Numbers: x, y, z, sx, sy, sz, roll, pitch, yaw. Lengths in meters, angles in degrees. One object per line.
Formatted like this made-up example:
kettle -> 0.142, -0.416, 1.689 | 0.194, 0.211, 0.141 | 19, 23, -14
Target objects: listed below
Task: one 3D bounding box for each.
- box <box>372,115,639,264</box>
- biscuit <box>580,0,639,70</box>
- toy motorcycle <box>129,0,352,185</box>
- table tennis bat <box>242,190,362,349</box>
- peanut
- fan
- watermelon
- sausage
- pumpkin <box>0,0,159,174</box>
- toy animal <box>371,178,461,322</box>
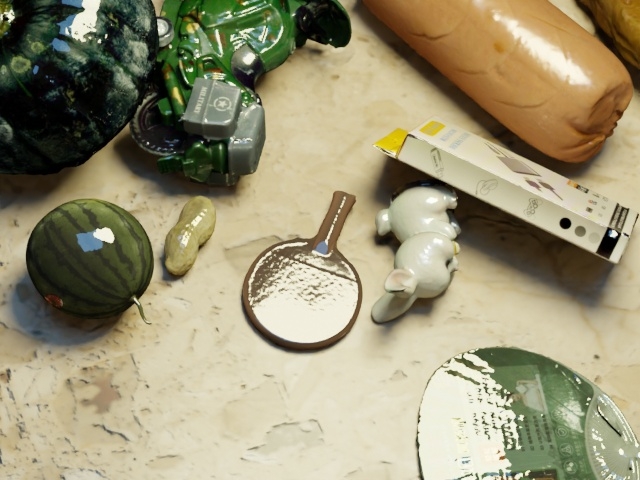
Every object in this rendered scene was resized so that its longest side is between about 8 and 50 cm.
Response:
box -> 0.175, -0.055, 1.472 | 0.247, 0.033, 0.129 | 26, 17, 7
biscuit -> 0.442, -0.238, 1.619 | 0.381, 0.074, 0.359 | 21, 47, 22
toy motorcycle -> -0.072, -0.172, 1.503 | 0.187, 0.124, 0.274 | 9, 59, 8
table tennis bat -> 0.000, 0.000, 1.403 | 0.107, 0.119, 0.170 | 21, 59, 4
peanut -> -0.120, -0.006, 1.437 | 0.037, 0.037, 0.083 | 24, 62, 7
fan -> 0.217, 0.209, 1.368 | 0.294, 0.012, 0.223 | 20, 57, 5
watermelon -> -0.189, 0.024, 1.367 | 0.133, 0.105, 0.105 | 42, 61, 11
sausage -> 0.168, -0.200, 1.553 | 0.304, 0.121, 0.121 | 42, 61, 18
pumpkin -> -0.259, -0.170, 1.422 | 0.233, 0.163, 0.233 | -8, 70, 21
toy animal -> 0.092, 0.010, 1.438 | 0.085, 0.071, 0.124 | 3, 58, -8
